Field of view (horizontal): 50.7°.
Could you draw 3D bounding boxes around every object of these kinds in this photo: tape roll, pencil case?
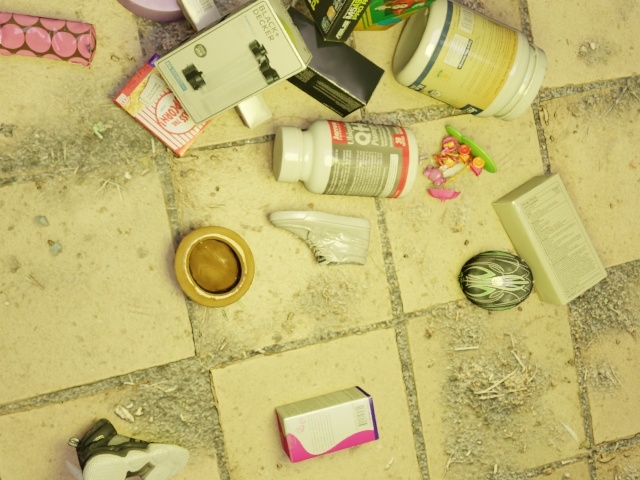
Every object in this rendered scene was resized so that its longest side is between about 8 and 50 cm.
[{"bbox_3d":[-0.359,-0.642,1.522,0.274,0.090,0.275,0,92,-15],"label":"tape roll"},{"bbox_3d":[-0.597,-0.434,1.466,0.209,0.095,0.098,5,106,-13],"label":"pencil case"}]

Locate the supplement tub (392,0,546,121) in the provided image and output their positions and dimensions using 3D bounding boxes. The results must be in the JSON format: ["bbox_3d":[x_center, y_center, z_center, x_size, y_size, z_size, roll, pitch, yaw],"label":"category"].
[{"bbox_3d":[0.359,-0.434,1.641,0.316,0.228,0.228,19,86,-14],"label":"supplement tub"}]

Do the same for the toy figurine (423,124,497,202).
[{"bbox_3d":[0.327,-0.179,1.710,0.159,0.130,0.173,-45,79,0],"label":"toy figurine"}]

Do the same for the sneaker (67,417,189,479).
[{"bbox_3d":[-0.430,0.468,1.520,0.268,0.153,0.101,12,106,-49],"label":"sneaker"}]

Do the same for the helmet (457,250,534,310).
[{"bbox_3d":[0.444,0.102,1.709,0.169,0.161,0.169,0,91,-15],"label":"helmet"}]

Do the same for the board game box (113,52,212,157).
[{"bbox_3d":[-0.350,-0.308,1.553,0.193,0.045,0.147,40,82,-12],"label":"board game box"}]

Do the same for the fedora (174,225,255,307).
[{"bbox_3d":[-0.249,0.057,1.570,0.194,0.079,0.194,-2,97,-18],"label":"fedora"}]

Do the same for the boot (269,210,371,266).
[{"bbox_3d":[0.000,0.000,1.624,0.258,0.095,0.123,6,83,-16],"label":"boot"}]

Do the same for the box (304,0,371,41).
[{"bbox_3d":[0.051,-0.589,1.410,0.060,0.270,0.216,-7,62,-35],"label":"box"}]

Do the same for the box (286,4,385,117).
[{"bbox_3d":[-0.005,-0.407,1.570,0.261,0.184,0.103,31,81,-13],"label":"box"}]

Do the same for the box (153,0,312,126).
[{"bbox_3d":[-0.184,-0.385,1.434,0.290,0.087,0.169,-22,115,20],"label":"box"}]

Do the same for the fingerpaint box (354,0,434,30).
[{"bbox_3d":[0.136,-0.735,1.498,0.163,0.371,0.445,-9,94,-23],"label":"fingerpaint box"}]

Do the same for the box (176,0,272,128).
[{"bbox_3d":[-0.215,-0.409,1.529,0.067,0.063,0.324,-34,117,-9],"label":"box"}]

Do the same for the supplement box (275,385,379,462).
[{"bbox_3d":[0.014,0.440,1.630,0.220,0.114,0.111,-11,95,-15],"label":"supplement box"}]

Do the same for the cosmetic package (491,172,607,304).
[{"bbox_3d":[0.600,-0.003,1.774,0.160,0.113,0.309,-30,98,-12],"label":"cosmetic package"}]

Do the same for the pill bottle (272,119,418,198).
[{"bbox_3d":[0.054,-0.193,1.593,0.318,0.176,0.176,2,91,-15],"label":"pill bottle"}]
